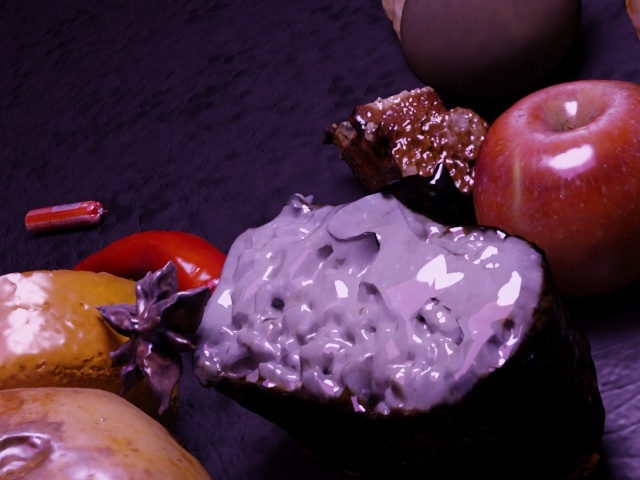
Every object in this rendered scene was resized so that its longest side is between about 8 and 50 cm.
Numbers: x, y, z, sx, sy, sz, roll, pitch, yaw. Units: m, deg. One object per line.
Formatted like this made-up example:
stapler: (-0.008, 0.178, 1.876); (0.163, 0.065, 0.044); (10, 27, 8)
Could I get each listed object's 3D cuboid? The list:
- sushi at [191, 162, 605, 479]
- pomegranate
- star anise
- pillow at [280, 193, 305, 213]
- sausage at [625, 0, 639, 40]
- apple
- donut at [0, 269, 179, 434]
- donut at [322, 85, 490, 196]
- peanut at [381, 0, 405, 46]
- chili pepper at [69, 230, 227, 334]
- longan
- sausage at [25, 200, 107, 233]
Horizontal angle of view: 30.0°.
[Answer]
sushi: (0.070, 0.076, 0.972); (0.348, 0.207, 0.234); (10, 62, 46)
pomegranate: (-0.207, 0.260, 0.895); (0.322, 0.322, 0.322); (-21, 35, 16)
star anise: (-0.147, 0.074, 0.988); (0.129, 0.056, 0.124); (21, 92, 45)
pillow: (-0.001, -0.001, 1.263); (0.135, 0.055, 0.091); (9, 53, 46)
sausage: (0.431, -0.313, 1.165); (0.233, 0.233, 0.287); (-6, 43, 32)
apple: (0.232, -0.043, 1.050); (0.201, 0.162, 0.201); (-15, 29, 9)
donut: (-0.252, 0.153, 1.090); (0.277, 0.277, 0.108); (-31, 48, 1)
donut: (0.098, -0.092, 1.260); (0.126, 0.144, 0.186); (-31, 3, -9)
peanut: (0.126, -0.288, 1.490); (0.090, 0.098, 0.214); (-50, 27, 19)
chili pepper: (-0.169, 0.056, 1.315); (0.368, 0.092, 0.137); (11, 71, 54)
longan: (0.190, -0.248, 1.311); (0.212, 0.198, 0.198); (-21, 32, -14)
sausage: (-0.333, -0.032, 1.581); (0.129, 0.034, 0.034); (-7, 41, 31)
